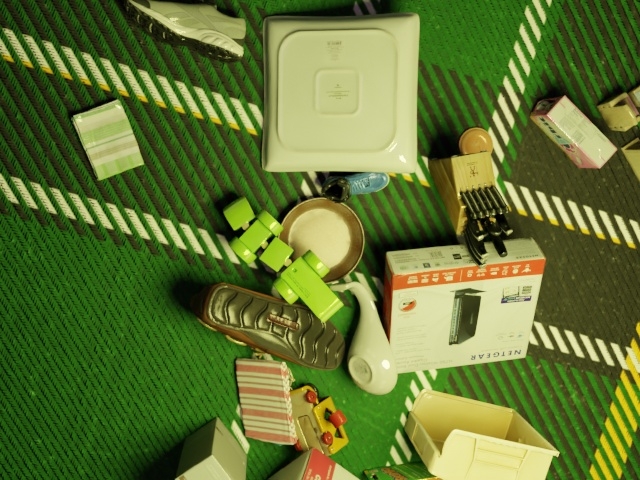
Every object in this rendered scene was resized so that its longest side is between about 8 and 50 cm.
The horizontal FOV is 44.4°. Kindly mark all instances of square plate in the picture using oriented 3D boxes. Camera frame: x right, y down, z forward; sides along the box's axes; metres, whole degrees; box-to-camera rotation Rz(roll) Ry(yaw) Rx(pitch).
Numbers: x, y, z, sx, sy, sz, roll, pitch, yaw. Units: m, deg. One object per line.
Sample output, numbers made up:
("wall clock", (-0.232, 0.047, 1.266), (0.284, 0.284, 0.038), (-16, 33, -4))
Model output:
("square plate", (0.037, -0.319, 1.703), (0.347, 0.049, 0.344), (2, 95, 11))

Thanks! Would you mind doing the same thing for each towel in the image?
("towel", (-0.464, -0.219, 1.713), (0.113, 0.023, 0.152), (-21, 99, -4))
("towel", (-0.124, 0.363, 1.782), (0.144, 0.029, 0.197), (-2, 99, 35))

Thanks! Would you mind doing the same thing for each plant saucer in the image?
("plant saucer", (0.000, 0.000, 1.792), (0.199, 0.036, 0.198), (-1, 97, -8))
("plant saucer", (0.362, -0.221, 1.826), (0.083, 0.013, 0.083), (-1, 97, -7))

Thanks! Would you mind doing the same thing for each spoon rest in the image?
("spoon rest", (0.099, 0.216, 1.753), (0.084, 0.137, 0.276), (-25, 104, -44))

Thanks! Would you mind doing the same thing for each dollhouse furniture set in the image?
("dollhouse furniture set", (0.865, -0.277, 1.794), (0.303, 0.198, 0.286), (-34, 100, -3))

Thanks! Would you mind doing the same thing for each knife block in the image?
("knife block", (0.325, -0.069, 1.701), (0.088, 0.276, 0.242), (-10, 95, -6))

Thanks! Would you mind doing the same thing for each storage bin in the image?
("storage bin", (0.350, 0.455, 1.774), (0.260, 0.262, 0.123), (15, 96, -9))

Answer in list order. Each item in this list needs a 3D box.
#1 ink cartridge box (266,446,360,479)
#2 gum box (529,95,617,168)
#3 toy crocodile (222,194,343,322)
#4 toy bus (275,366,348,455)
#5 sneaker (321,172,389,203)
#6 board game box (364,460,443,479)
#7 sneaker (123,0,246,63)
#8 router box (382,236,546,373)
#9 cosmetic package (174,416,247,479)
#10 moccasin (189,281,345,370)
("ink cartridge box", (0.022, 0.638, 1.772), (0.306, 0.131, 0.226), (38, 124, -8))
("gum box", (0.575, -0.251, 1.803), (0.188, 0.107, 0.062), (43, 89, -10))
("toy crocodile", (-0.087, 0.038, 1.712), (0.340, 0.105, 0.115), (43, 89, 6))
("toy bus", (-0.016, 0.397, 1.797), (0.191, 0.104, 0.202), (29, 115, 25))
("sneaker", (0.075, -0.119, 1.742), (0.152, 0.084, 0.058), (-4, 111, 12))
("board game box", (0.239, 0.550, 1.838), (0.259, 0.124, 0.039), (-4, 91, -7))
("sneaker", (-0.287, -0.472, 1.681), (0.272, 0.100, 0.108), (18, 80, -12))
("router box", (0.310, 0.149, 1.757), (0.335, 0.082, 0.301), (-6, 127, -6))
("cosmetic package", (-0.235, 0.496, 1.713), (0.107, 0.238, 0.127), (-35, 100, -2))
("moccasin", (-0.112, 0.199, 1.749), (0.380, 0.147, 0.139), (18, 77, -27))
